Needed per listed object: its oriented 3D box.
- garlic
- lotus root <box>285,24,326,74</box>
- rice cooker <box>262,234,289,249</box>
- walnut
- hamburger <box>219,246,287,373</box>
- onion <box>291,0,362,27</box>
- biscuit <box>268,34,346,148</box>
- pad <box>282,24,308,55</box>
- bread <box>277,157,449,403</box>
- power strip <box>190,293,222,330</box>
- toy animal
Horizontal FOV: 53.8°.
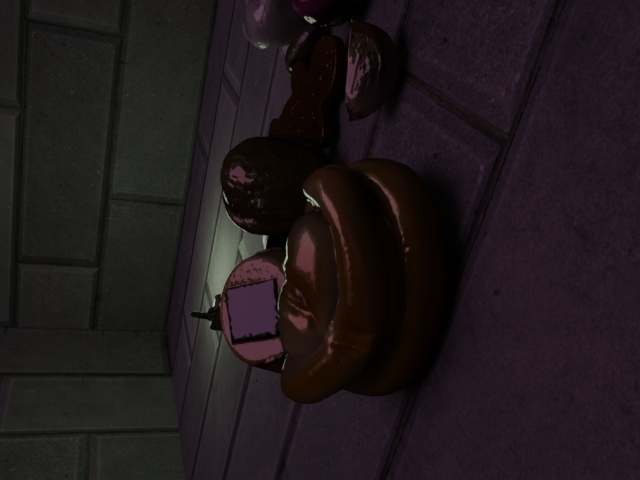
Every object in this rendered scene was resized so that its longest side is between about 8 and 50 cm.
[{"bbox_3d":[0.103,-0.332,1.235,0.087,0.101,0.196,-40,-47,-75],"label":"garlic"},{"bbox_3d":[-0.041,-0.508,1.673,0.081,0.089,0.179,56,139,14],"label":"lotus root"},{"bbox_3d":[-0.092,-0.022,1.665,0.106,0.112,0.166,-130,55,-69],"label":"rice cooker"},{"bbox_3d":[-0.103,-0.129,1.501,0.227,0.282,0.283,43,-140,-63],"label":"walnut"},{"bbox_3d":[-0.093,0.160,1.458,0.301,0.170,0.302,-3,86,38],"label":"hamburger"},{"bbox_3d":[0.021,-0.579,1.429,0.207,0.200,0.201,-28,53,28],"label":"onion"},{"bbox_3d":[-0.019,-0.329,1.610,0.432,0.064,0.283,-59,40,45],"label":"biscuit"},{"bbox_3d":[-0.075,-0.602,1.901,0.232,0.004,0.157,-110,32,-48],"label":"pad"},{"bbox_3d":[0.046,0.066,1.095,0.329,0.245,0.425,-131,45,-62],"label":"bread"},{"bbox_3d":[-0.187,0.195,1.617,0.053,0.287,0.093,-98,24,-50],"label":"power strip"},{"bbox_3d":[-0.141,-0.649,1.797,0.265,0.205,0.272,-99,29,-42],"label":"toy animal"}]
